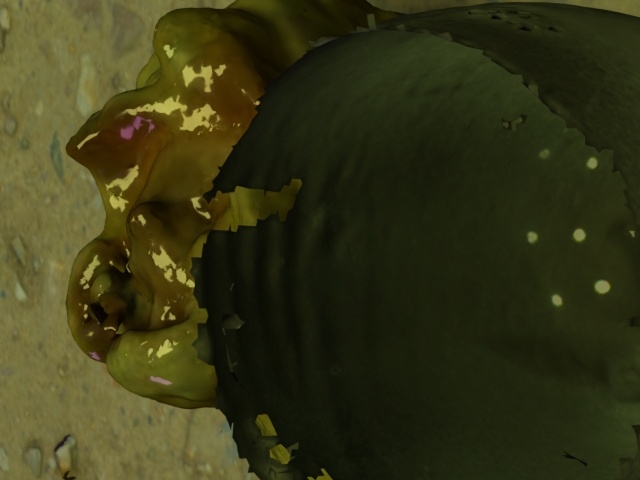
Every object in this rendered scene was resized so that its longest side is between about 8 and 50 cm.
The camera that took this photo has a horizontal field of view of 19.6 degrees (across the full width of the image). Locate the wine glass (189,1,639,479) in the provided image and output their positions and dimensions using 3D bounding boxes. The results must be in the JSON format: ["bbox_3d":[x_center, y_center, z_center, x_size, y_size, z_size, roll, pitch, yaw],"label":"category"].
[{"bbox_3d":[0.122,0.007,0.658,0.190,0.357,0.191,9,103,40],"label":"wine glass"}]

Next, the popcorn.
[{"bbox_3d":[0.000,0.000,0.853,0.215,0.252,0.286,-43,42,6],"label":"popcorn"}]
